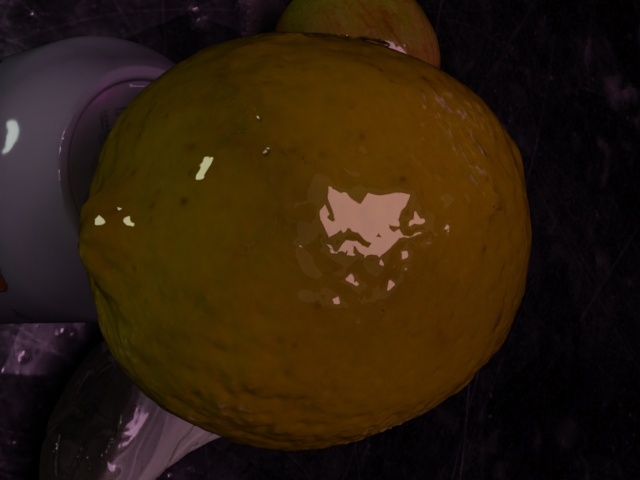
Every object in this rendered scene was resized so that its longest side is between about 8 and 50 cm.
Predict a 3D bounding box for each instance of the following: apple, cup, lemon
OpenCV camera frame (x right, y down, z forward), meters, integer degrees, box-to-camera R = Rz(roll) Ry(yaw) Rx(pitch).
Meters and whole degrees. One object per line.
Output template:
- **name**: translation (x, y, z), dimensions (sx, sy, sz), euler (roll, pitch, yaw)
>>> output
- **apple**: translation (0.037, -0.208, 1.171), dimensions (0.196, 0.196, 0.196), euler (3, 85, -45)
- **cup**: translation (-0.222, -0.039, 0.809), dimensions (0.212, 0.317, 0.212), euler (4, 85, -46)
- **lemon**: translation (0.000, 0.000, 0.627), dimensions (0.310, 0.253, 0.253), euler (-2, 89, -44)

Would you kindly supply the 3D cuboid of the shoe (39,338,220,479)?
- **shoe**: translation (-0.125, 0.153, 1.024), dimensions (0.210, 0.132, 0.342), euler (40, 57, -33)
